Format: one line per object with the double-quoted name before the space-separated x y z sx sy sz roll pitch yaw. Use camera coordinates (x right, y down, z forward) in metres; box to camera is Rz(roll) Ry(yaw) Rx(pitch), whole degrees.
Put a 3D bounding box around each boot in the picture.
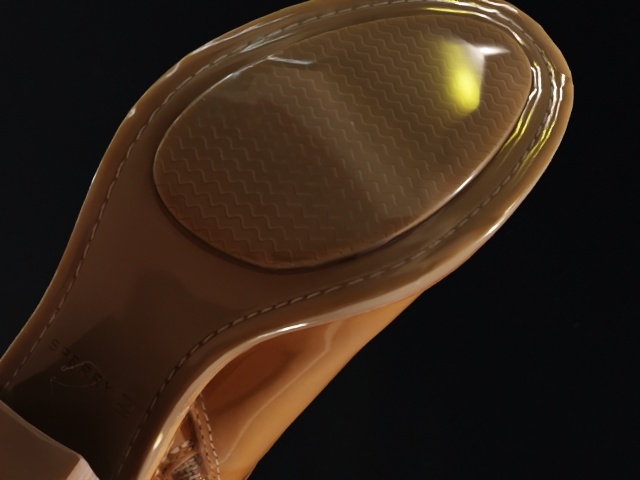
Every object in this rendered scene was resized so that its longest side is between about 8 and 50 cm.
"boot" -0.031 0.049 0.446 0.109 0.220 0.283 38 -108 16
